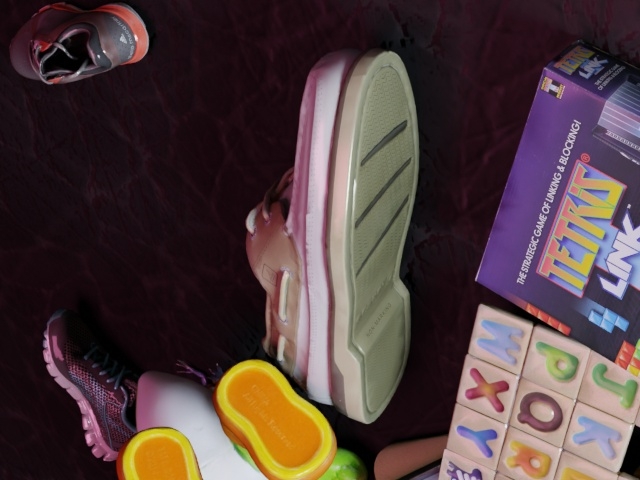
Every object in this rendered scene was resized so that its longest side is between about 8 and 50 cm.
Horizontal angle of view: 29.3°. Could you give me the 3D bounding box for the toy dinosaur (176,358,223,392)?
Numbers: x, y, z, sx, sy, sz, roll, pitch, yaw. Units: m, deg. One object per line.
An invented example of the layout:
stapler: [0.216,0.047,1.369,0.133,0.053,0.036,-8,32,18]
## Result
toy dinosaur: [-0.103,0.145,1.098,0.090,0.047,0.082,27,154,11]

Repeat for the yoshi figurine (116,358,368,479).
yoshi figurine: [-0.075,0.240,1.007,0.203,0.203,0.362,14,157,-3]

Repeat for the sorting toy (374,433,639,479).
sorting toy: [0.194,0.233,0.897,0.307,0.041,0.229,-20,100,48]

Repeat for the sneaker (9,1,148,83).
sneaker: [-0.204,-0.149,0.949,0.158,0.065,0.061,-5,116,44]

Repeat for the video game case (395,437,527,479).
video game case: [0.156,0.284,0.916,0.274,0.026,0.196,55,139,3]

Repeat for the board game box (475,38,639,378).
board game box: [0.178,-0.011,0.718,0.141,0.048,0.170,30,135,21]

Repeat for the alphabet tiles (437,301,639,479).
alphabet tiles: [0.171,0.178,0.818,0.198,0.009,0.237,22,119,24]

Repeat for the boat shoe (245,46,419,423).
boat shoe: [0.000,0.000,0.838,0.103,0.113,0.302,20,132,24]

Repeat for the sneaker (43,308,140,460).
sneaker: [-0.205,0.135,1.178,0.076,0.065,0.166,-11,115,29]
